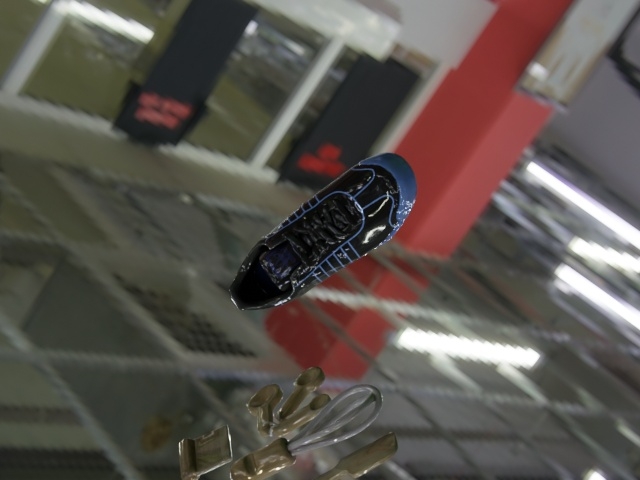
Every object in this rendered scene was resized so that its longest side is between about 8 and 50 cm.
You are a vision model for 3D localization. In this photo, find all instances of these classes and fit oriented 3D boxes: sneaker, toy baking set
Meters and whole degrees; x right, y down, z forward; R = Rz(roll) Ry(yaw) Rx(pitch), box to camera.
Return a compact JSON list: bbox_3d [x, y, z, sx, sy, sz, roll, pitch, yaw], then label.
[{"bbox_3d":[0.000,0.000,1.583,0.081,0.232,0.090,52,-144,7],"label":"sneaker"},{"bbox_3d":[-0.047,0.181,1.368,0.030,0.197,0.256,55,163,-23],"label":"toy baking set"}]
